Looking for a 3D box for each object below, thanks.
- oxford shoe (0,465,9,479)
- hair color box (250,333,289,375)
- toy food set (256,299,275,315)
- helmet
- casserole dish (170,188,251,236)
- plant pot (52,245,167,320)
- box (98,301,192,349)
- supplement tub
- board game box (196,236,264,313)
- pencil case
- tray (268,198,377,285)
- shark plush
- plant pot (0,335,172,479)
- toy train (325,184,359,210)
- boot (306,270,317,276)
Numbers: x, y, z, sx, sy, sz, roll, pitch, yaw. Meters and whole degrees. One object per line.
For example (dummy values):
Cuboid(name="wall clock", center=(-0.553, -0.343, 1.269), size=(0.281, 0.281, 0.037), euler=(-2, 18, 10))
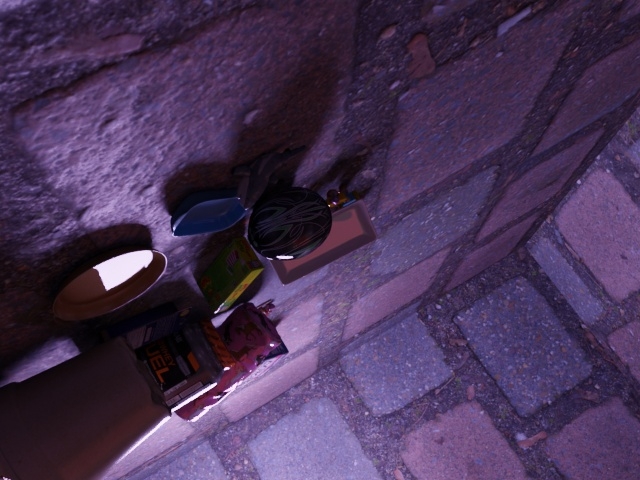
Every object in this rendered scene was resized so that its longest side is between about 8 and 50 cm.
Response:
Cuboid(name="oxford shoe", center=(-0.803, 0.583, 1.808), size=(0.397, 0.146, 0.140), euler=(-31, 163, -7))
Cuboid(name="hair color box", center=(-0.285, 0.418, 2.345), size=(0.174, 0.105, 0.347), euler=(-45, 159, 30))
Cuboid(name="toy food set", center=(-0.178, 0.228, 2.173), size=(0.078, 0.019, 0.122), euler=(-28, 161, -17))
Cuboid(name="helmet", center=(-0.064, -0.037, 1.454), size=(0.169, 0.169, 0.161), euler=(-21, 175, -35))
Cuboid(name="casserole dish", center=(-0.215, -0.059, 1.338), size=(0.188, 0.037, 0.114), euler=(-12, 152, -50))
Cuboid(name="plant pot", center=(-0.417, 0.079, 1.354), size=(0.236, 0.032, 0.236), euler=(-31, 163, -11))
Cuboid(name="box", center=(-0.431, 0.219, 1.684), size=(0.225, 0.036, 0.136), euler=(-20, 158, -31))
Cuboid(name="supplement tub", center=(-0.398, 0.347, 1.822), size=(0.316, 0.193, 0.193), euler=(-31, 162, -11))
Cuboid(name="board game box", center=(-0.214, 0.082, 1.613), size=(0.043, 0.092, 0.181), euler=(-11, 152, -49))
Cuboid(name="pencil case", center=(-0.292, 0.351, 2.001), size=(0.386, 0.160, 0.167), euler=(-42, 147, 5))
Cuboid(name="tray", center=(0.000, 0.000, 1.691), size=(0.270, 0.030, 0.145), euler=(-27, 132, -2))
Cuboid(name="shark plush", center=(-0.094, -0.128, 1.316), size=(0.161, 0.067, 0.073), euler=(-31, 162, -8))
Cuboid(name="plant pot", center=(-0.513, 0.380, 1.509), size=(0.305, 0.334, 0.334), euler=(-34, 163, -12))
Cuboid(name="toy train", center=(0.019, -0.089, 1.658), size=(0.166, 0.046, 0.125), euler=(-17, 167, -48))
Cuboid(name="boot", center=(0.003, 0.005, 1.803), size=(0.236, 0.085, 0.178), euler=(-35, 160, 5))
